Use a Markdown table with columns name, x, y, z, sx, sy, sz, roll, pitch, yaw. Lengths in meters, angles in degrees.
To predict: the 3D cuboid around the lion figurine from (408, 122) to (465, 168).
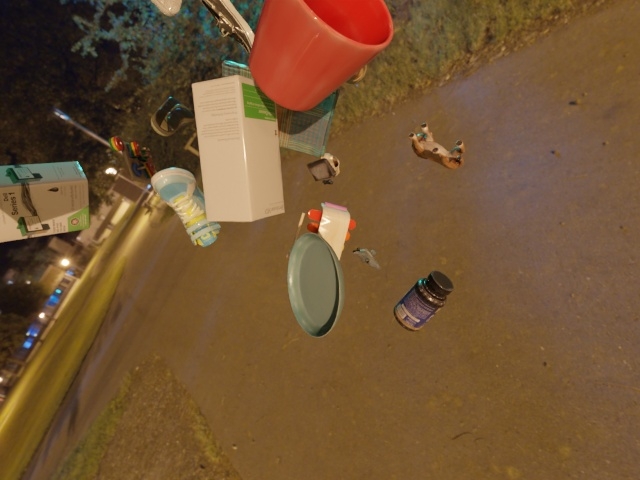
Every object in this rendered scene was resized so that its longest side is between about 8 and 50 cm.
| name | x | y | z | sx | sy | sz | roll | pitch | yaw |
| --- | --- | --- | --- | --- | --- | --- | --- | --- | --- |
| lion figurine | 0.566 | -0.425 | 1.931 | 0.142 | 0.240 | 0.392 | -41 | 51 | 8 |

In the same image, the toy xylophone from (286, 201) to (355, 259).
| name | x | y | z | sx | sy | sz | roll | pitch | yaw |
| --- | --- | --- | --- | --- | --- | --- | --- | --- | --- |
| toy xylophone | 0.000 | 0.000 | 1.605 | 0.323 | 0.236 | 0.081 | -67 | 16 | 4 |

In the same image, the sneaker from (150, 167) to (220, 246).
| name | x | y | z | sx | sy | sz | roll | pitch | yaw |
| --- | --- | --- | --- | --- | --- | --- | --- | --- | --- |
| sneaker | -0.422 | -0.094 | 1.319 | 0.127 | 0.319 | 0.208 | -29 | 72 | 0 |

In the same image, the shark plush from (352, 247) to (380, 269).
| name | x | y | z | sx | sy | sz | roll | pitch | yaw |
| --- | --- | --- | --- | --- | --- | --- | --- | --- | --- |
| shark plush | 0.179 | 0.062 | 1.530 | 0.073 | 0.161 | 0.067 | -32 | 53 | 10 |

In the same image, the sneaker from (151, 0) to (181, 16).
| name | x | y | z | sx | sy | sz | roll | pitch | yaw |
| --- | --- | --- | --- | --- | --- | --- | --- | --- | --- |
| sneaker | -0.437 | -0.656 | 1.021 | 0.090 | 0.232 | 0.115 | -34 | 1 | -40 |

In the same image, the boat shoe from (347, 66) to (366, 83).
| name | x | y | z | sx | sy | sz | roll | pitch | yaw |
| --- | --- | --- | --- | --- | --- | --- | --- | --- | --- |
| boat shoe | 0.086 | -0.678 | 1.291 | 0.122 | 0.324 | 0.120 | -13 | 15 | 11 |

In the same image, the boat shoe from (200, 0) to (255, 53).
| name | x | y | z | sx | sy | sz | roll | pitch | yaw |
| --- | --- | --- | --- | --- | --- | --- | --- | --- | --- |
| boat shoe | -0.257 | -0.604 | 1.123 | 0.070 | 0.219 | 0.078 | -41 | 15 | -9 |

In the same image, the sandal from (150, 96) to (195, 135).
| name | x | y | z | sx | sy | sz | roll | pitch | yaw |
| --- | --- | --- | --- | --- | --- | --- | --- | --- | --- |
| sandal | -0.601 | -0.486 | 1.602 | 0.086 | 0.120 | 0.303 | -37 | 20 | 27 |

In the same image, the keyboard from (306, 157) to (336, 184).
| name | x | y | z | sx | sy | sz | roll | pitch | yaw |
| --- | --- | --- | --- | --- | --- | --- | --- | --- | --- |
| keyboard | 0.010 | -0.263 | 1.559 | 0.023 | 0.108 | 0.180 | -35 | 15 | -18 |

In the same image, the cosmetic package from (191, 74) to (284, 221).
| name | x | y | z | sx | sy | sz | roll | pitch | yaw |
| --- | --- | --- | --- | --- | --- | --- | --- | --- | --- |
| cosmetic package | -0.220 | -0.243 | 1.119 | 0.155 | 0.366 | 0.197 | 0 | 12 | 23 |

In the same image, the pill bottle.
| name | x | y | z | sx | sy | sz | roll | pitch | yaw |
| --- | --- | --- | --- | --- | --- | --- | --- | --- | --- |
| pill bottle | 0.364 | 0.211 | 1.418 | 0.219 | 0.122 | 0.123 | -57 | 22 | 33 |

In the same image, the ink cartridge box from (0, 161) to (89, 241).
| name | x | y | z | sx | sy | sz | roll | pitch | yaw |
| --- | --- | --- | --- | --- | --- | --- | --- | --- | --- |
| ink cartridge box | -0.688 | -0.093 | 0.961 | 0.092 | 0.219 | 0.160 | 46 | 133 | 29 |

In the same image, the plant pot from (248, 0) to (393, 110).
| name | x | y | z | sx | sy | sz | roll | pitch | yaw |
| --- | --- | --- | --- | --- | --- | --- | --- | --- | --- |
| plant pot | -0.020 | -0.435 | 0.873 | 0.243 | 0.274 | 0.275 | -38 | 31 | 49 |

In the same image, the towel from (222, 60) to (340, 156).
| name | x | y | z | sx | sy | sz | roll | pitch | yaw |
| --- | --- | --- | --- | --- | --- | --- | --- | --- | --- |
| towel | -0.141 | -0.420 | 1.322 | 0.271 | 0.370 | 0.040 | 105 | 176 | -49 |

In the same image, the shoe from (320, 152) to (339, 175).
| name | x | y | z | sx | sy | sz | roll | pitch | yaw |
| --- | --- | --- | --- | --- | --- | --- | --- | --- | --- |
| shoe | 0.061 | -0.368 | 1.968 | 0.058 | 0.219 | 0.077 | -5 | 79 | 18 |

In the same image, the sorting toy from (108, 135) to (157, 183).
| name | x | y | z | sx | sy | sz | roll | pitch | yaw |
| --- | --- | --- | --- | --- | --- | --- | --- | --- | --- |
| sorting toy | -0.613 | -0.268 | 1.382 | 0.046 | 0.132 | 0.274 | -17 | 0 | 4 |

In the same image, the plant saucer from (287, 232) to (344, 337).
| name | x | y | z | sx | sy | sz | roll | pitch | yaw |
| --- | --- | --- | --- | --- | --- | --- | --- | --- | --- |
| plant saucer | -0.013 | 0.135 | 1.235 | 0.317 | 0.043 | 0.318 | 5 | 96 | 59 |
